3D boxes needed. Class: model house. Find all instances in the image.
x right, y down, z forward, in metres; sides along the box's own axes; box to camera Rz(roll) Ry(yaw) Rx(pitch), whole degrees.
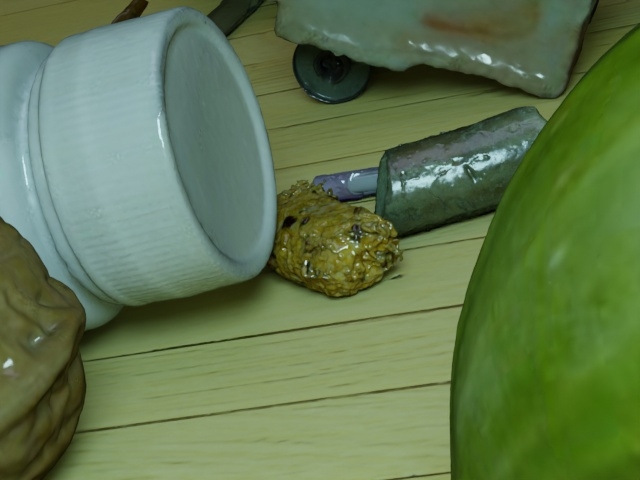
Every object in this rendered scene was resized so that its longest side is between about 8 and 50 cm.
[{"bbox_3d":[0.116,-0.300,1.502,0.312,0.245,0.280,16,34,7],"label":"model house"}]

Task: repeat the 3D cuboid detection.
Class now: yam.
[{"bbox_3d":[0.102,-0.048,1.248,0.146,0.069,0.069,-17,23,1],"label":"yam"}]

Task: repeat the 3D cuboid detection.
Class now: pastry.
[{"bbox_3d":[0.000,0.000,1.221,0.080,0.056,0.140,-40,26,-8],"label":"pastry"}]

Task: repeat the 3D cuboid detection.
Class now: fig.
[{"bbox_3d":[0.192,0.044,0.733,0.316,0.316,0.316,-14,23,6],"label":"fig"}]

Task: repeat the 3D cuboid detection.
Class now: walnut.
[{"bbox_3d":[-0.235,0.076,1.025,0.213,0.213,0.213,-14,23,6],"label":"walnut"}]

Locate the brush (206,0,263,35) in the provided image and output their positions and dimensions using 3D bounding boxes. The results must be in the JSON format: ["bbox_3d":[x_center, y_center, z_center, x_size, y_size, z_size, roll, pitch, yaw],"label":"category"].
[{"bbox_3d":[-0.096,-0.273,1.911,0.054,0.048,0.282,-8,26,25],"label":"brush"}]

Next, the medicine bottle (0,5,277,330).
[{"bbox_3d":[-0.234,-0.027,1.207,0.371,0.211,0.211,-13,23,20],"label":"medicine bottle"}]

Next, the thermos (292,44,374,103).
[{"bbox_3d":[0.028,-0.193,1.625,0.073,0.083,0.187,12,27,8],"label":"thermos"}]

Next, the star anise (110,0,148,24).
[{"bbox_3d":[-0.205,-0.144,1.627,0.196,0.111,0.212,-23,30,2],"label":"star anise"}]

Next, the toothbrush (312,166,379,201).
[{"bbox_3d":[0.164,-0.065,1.299,0.354,0.024,0.029,-8,19,17],"label":"toothbrush"}]
